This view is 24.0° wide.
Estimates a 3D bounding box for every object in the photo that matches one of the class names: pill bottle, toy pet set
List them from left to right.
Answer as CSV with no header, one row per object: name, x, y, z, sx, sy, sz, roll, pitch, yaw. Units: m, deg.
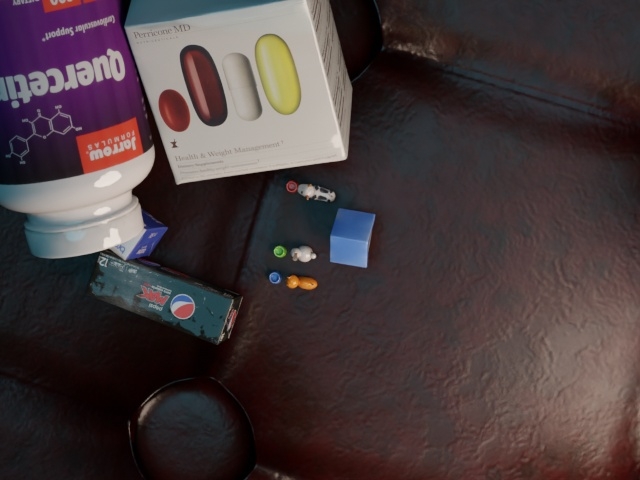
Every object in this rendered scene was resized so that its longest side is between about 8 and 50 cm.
pill bottle,-0.275,-0.153,1.554,0.182,0.181,0.322,-8,107,10
toy pet set,0.000,0.000,1.688,0.114,0.065,0.122,10,95,9

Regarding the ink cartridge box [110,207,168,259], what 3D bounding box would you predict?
ink cartridge box,-0.278,-0.057,1.716,0.207,0.097,0.046,37,97,6

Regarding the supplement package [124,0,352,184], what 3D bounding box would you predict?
supplement package,-0.082,-0.193,1.607,0.194,0.149,0.203,-9,127,10

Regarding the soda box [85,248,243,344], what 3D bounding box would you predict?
soda box,-0.179,0.062,1.727,0.169,0.053,0.060,21,97,8
